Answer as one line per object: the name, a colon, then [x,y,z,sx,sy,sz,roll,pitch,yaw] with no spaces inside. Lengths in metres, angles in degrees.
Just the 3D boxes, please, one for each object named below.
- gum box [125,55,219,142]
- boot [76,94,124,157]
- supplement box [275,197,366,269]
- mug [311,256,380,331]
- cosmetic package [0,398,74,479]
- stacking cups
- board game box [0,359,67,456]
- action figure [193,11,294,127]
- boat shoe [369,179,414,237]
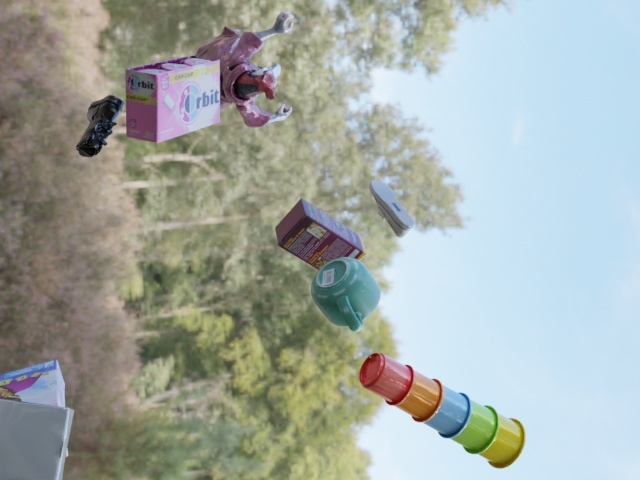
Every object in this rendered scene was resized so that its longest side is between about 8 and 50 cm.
gum box: [-0.231,-0.231,1.405,0.188,0.062,0.107,-34,132,-58]
boot: [-0.371,-0.182,1.442,0.121,0.045,0.099,-12,-129,56]
supplement box: [0.000,0.000,2.032,0.104,0.188,0.080,-47,-151,20]
mug: [0.053,0.101,1.785,0.158,0.129,0.097,23,-25,51]
cosmetic package: [-0.498,0.296,1.302,0.107,0.238,0.127,140,-40,-72]
stacking cups: [0.207,0.279,1.466,0.096,0.316,0.096,-41,-151,30]
board game box: [-0.628,0.342,1.589,0.318,0.319,0.065,-143,-141,-68]
action figure: [-0.202,-0.376,1.944,0.370,0.276,0.248,-144,-133,-63]
boat shoe: [0.097,-0.044,1.261,0.100,0.035,0.035,54,-49,28]
